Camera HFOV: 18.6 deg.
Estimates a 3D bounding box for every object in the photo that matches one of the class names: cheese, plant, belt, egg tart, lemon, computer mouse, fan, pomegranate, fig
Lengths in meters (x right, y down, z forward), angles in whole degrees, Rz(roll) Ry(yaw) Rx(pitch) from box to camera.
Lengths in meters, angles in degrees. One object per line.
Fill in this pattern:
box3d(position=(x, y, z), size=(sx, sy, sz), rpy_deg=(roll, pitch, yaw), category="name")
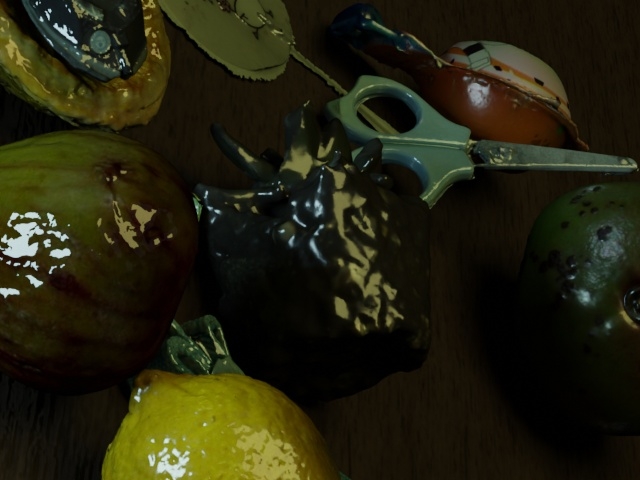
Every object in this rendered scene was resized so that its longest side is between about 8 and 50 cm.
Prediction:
box3d(position=(0.162, -0.175, 2.242), size=(0.329, 0.217, 0.129), rpy_deg=(27, 78, -17), category="cheese")
box3d(position=(0.000, 0.000, 1.821), size=(0.199, 0.188, 0.276), rpy_deg=(20, 46, -45), category="plant")
box3d(position=(-0.054, 0.182, 1.696), size=(0.302, 0.072, 0.087), rpy_deg=(49, 36, -15), category="belt")
box3d(position=(-0.237, -0.192, 1.753), size=(0.241, 0.106, 0.241), rpy_deg=(30, 44, -34), category="egg tart")
box3d(position=(-0.074, 0.211, 1.530), size=(0.257, 0.188, 0.188), rpy_deg=(63, 30, -11), category="lemon")
box3d(position=(-0.213, -0.221, 1.672), size=(0.105, 0.062, 0.192), rpy_deg=(-13, 81, -48), category="computer mouse")
box3d(position=(-0.049, -0.228, 2.132), size=(0.414, 0.012, 0.233), rpy_deg=(37, 37, -28), category="fan")
box3d(position=(0.329, 0.068, 2.180), size=(0.291, 0.291, 0.323), rpy_deg=(45, -5, -18), category="pomegranate")
box3d(position=(-0.254, -0.017, 1.528), size=(0.320, 0.217, 0.217), rpy_deg=(27, 35, 0), category="fig")

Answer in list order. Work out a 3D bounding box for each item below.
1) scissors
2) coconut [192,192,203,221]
box3d(position=(0.180, -0.091, 2.131), size=(0.360, 0.029, 0.191), rpy_deg=(4, 54, -15), category="scissors")
box3d(position=(-0.162, -0.005, 1.731), size=(0.133, 0.055, 0.158), rpy_deg=(50, 30, -7), category="coconut")
